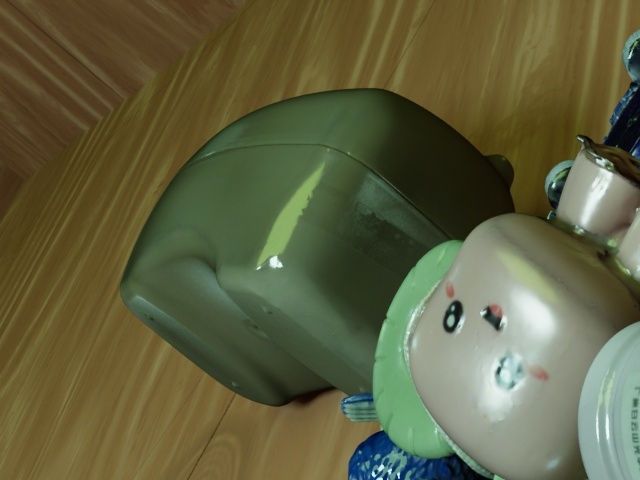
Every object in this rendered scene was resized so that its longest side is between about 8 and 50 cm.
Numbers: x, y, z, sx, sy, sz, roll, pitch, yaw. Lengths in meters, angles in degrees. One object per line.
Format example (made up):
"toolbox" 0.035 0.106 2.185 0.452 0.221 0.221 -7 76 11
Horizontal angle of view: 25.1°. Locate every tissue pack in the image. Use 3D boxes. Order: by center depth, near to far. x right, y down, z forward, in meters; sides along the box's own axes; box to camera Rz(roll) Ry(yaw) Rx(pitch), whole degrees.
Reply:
"tissue pack" 0.000 0.000 1.388 0.387 0.267 0.277 -11 46 60

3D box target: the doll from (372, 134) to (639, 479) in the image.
"doll" 0.172 0.081 0.968 0.284 0.216 0.268 48 114 39

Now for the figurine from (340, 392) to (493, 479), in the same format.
"figurine" 0.070 0.224 1.090 0.164 0.121 0.262 141 143 -67

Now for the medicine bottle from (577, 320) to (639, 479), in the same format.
"medicine bottle" 0.257 0.092 0.729 0.250 0.133 0.133 -18 36 59

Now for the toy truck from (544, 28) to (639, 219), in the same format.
"toy truck" 0.293 -0.072 1.095 0.124 0.155 0.268 -92 27 -62
